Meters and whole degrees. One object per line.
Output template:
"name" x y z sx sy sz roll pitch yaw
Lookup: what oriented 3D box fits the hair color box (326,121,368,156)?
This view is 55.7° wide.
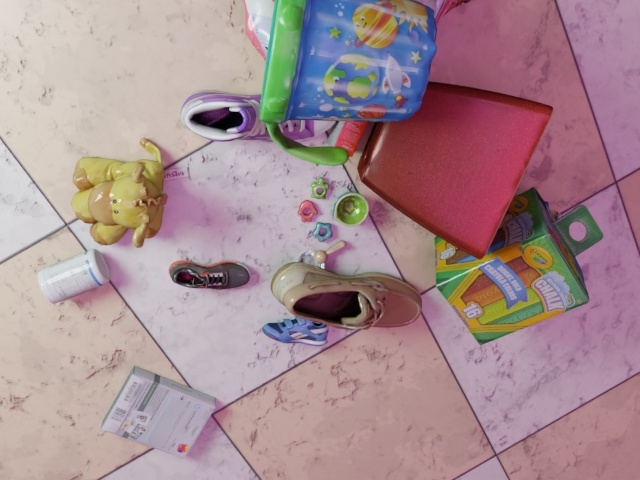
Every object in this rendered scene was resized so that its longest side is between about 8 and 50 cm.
"hair color box" 0.063 -0.230 1.108 0.043 0.072 0.141 21 104 -17

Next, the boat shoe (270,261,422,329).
"boat shoe" 0.069 0.131 1.191 0.341 0.110 0.121 10 112 -28

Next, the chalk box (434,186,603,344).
"chalk box" 0.386 0.037 1.157 0.289 0.179 0.180 -29 114 26

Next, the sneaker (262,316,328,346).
"sneaker" -0.049 0.177 1.239 0.144 0.053 0.059 7 108 -23

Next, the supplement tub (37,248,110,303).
"supplement tub" -0.448 0.065 1.107 0.107 0.071 0.071 -21 112 -3

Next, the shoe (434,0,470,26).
"shoe" 0.247 -0.440 1.076 0.081 0.063 0.178 24 98 -13

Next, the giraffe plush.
"giraffe plush" -0.327 -0.067 1.031 0.210 0.170 0.181 -27 112 -1

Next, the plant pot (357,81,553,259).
"plant pot" 0.207 -0.159 1.077 0.236 0.267 0.267 21 104 -3

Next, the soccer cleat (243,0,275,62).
"soccer cleat" -0.074 -0.328 1.020 0.095 0.083 0.248 -19 92 14

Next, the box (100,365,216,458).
"box" -0.332 0.357 1.250 0.186 0.038 0.145 27 102 -18

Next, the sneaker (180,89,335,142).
"sneaker" -0.094 -0.206 1.038 0.282 0.161 0.102 -6 108 -11

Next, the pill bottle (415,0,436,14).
"pill bottle" 0.038 -0.458 0.946 0.188 0.188 0.334 -44 125 5

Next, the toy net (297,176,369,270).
"toy net" 0.000 0.000 1.189 0.122 0.045 0.232 19 104 -18

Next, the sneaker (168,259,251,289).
"sneaker" -0.211 0.075 1.161 0.158 0.065 0.061 1 109 -12

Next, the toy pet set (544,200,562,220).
"toy pet set" 0.451 -0.031 1.276 0.122 0.065 0.114 -35 147 5

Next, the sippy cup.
"sippy cup" 0.038 -0.269 0.868 0.224 0.305 0.240 7 68 -8
